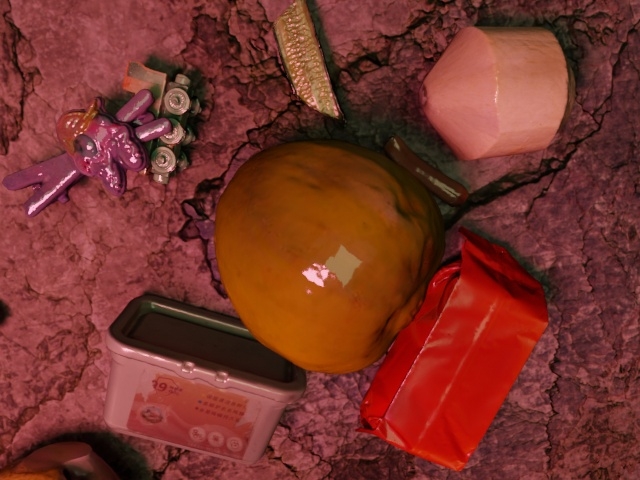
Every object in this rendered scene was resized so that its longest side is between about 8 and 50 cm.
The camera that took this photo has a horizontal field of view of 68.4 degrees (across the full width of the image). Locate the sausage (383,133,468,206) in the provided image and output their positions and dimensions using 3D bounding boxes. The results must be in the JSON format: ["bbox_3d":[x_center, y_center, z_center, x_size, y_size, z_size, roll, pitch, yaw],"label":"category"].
[{"bbox_3d":[0.181,-0.117,0.812,0.177,0.047,0.040,34,79,-10],"label":"sausage"}]

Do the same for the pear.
[{"bbox_3d":[-0.448,0.471,0.755,0.271,0.271,0.271,-1,100,-5],"label":"pear"}]

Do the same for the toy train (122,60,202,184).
[{"bbox_3d":[-0.261,-0.183,0.751,0.118,0.074,0.175,18,102,2],"label":"toy train"}]

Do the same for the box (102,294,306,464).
[{"bbox_3d":[-0.196,0.238,0.784,0.312,0.175,0.182,18,107,-8],"label":"box"}]

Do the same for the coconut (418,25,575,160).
[{"bbox_3d":[0.259,-0.223,0.726,0.222,0.202,0.202,-4,100,-7],"label":"coconut"}]

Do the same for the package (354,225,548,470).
[{"bbox_3d":[0.233,0.205,0.834,0.196,0.123,0.423,26,98,-11],"label":"package"}]

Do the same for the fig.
[{"bbox_3d":[-0.003,0.009,0.689,0.343,0.343,0.343,-1,100,-5],"label":"fig"}]

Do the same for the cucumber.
[{"bbox_3d":[-0.023,-0.279,0.768,0.070,0.046,0.220,-20,99,0],"label":"cucumber"}]

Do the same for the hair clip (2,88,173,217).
[{"bbox_3d":[-0.349,-0.115,0.702,0.278,0.090,0.137,-29,98,17],"label":"hair clip"}]
